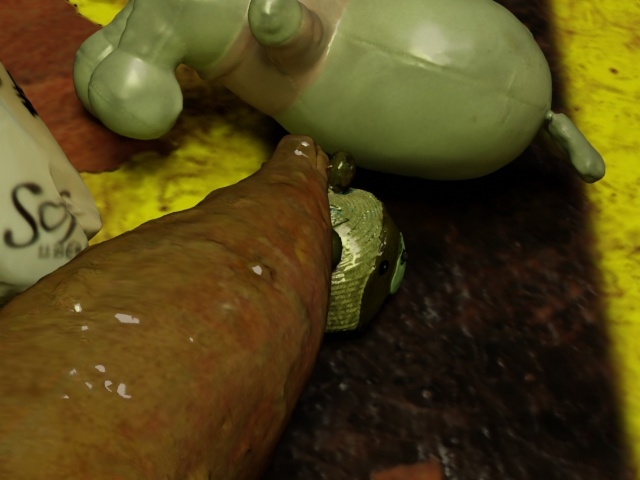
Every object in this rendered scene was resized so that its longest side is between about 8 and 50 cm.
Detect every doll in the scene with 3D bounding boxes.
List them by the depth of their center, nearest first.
[{"bbox_3d":[0.015,-0.093,0.758,0.275,0.113,0.155,8,5,-6],"label":"doll"}]

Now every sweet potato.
[{"bbox_3d":[-0.080,0.064,0.573,0.131,0.131,0.337,20,42,8],"label":"sweet potato"}]

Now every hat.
[{"bbox_3d":[0.001,0.000,0.710,0.076,0.059,0.077,22,47,17],"label":"hat"}]

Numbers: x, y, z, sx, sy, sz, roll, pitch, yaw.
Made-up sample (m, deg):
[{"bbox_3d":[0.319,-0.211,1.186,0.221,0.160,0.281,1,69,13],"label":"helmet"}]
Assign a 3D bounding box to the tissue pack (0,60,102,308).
[{"bbox_3d":[-0.328,-0.082,0.628,0.375,0.195,0.390,-9,45,-41],"label":"tissue pack"}]
